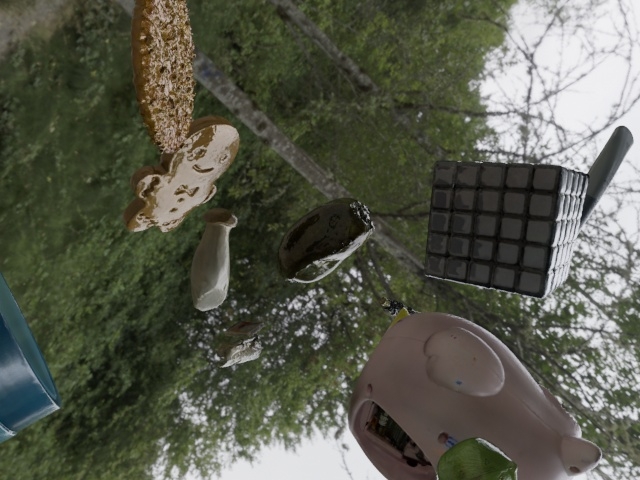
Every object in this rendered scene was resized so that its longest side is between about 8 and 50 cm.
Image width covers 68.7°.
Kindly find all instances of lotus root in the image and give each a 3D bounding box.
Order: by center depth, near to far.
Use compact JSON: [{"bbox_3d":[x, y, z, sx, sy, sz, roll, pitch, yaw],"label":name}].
[{"bbox_3d":[0.000,0.000,1.157,0.275,0.152,0.160,-39,167,25],"label":"lotus root"}]

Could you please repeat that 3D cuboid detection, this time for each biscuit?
[{"bbox_3d":[-0.214,-0.250,0.668,0.254,0.035,0.254,-178,-90,-88],"label":"biscuit"},{"bbox_3d":[-0.331,-0.152,1.154,0.355,0.275,0.052,-46,-107,14],"label":"biscuit"}]

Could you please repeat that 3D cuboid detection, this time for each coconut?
[{"bbox_3d":[0.187,0.277,0.548,0.096,0.087,0.088,-42,-152,33],"label":"coconut"}]

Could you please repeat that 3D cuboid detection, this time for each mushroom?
[{"bbox_3d":[-0.345,0.068,1.500,0.128,0.128,0.350,28,-72,61],"label":"mushroom"}]

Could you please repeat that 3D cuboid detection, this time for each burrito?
[{"bbox_3d":[-0.174,0.240,1.016,0.041,0.149,0.055,-27,-102,23],"label":"burrito"}]

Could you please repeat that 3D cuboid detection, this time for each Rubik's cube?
[{"bbox_3d":[0.364,-0.037,0.926,0.237,0.236,0.238,12,-78,38],"label":"Rubik's cube"}]

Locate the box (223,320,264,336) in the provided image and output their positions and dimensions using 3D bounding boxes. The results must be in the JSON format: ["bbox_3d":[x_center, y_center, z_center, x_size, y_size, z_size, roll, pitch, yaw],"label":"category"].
[{"bbox_3d":[-0.158,0.182,0.967,0.083,0.012,0.046,-7,-162,44],"label":"box"}]

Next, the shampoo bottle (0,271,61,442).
[{"bbox_3d":[-0.556,0.148,0.554,0.342,0.331,0.331,-27,-163,-29],"label":"shampoo bottle"}]

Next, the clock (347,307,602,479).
[{"bbox_3d":[0.240,0.329,0.827,0.376,0.368,0.250,30,-129,22],"label":"clock"}]

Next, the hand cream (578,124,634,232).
[{"bbox_3d":[0.600,-0.125,1.017,0.048,0.079,0.255,34,-84,50],"label":"hand cream"}]

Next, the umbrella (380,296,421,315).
[{"bbox_3d":[0.212,0.185,1.223,0.037,0.143,0.040,-11,-124,56],"label":"umbrella"}]
